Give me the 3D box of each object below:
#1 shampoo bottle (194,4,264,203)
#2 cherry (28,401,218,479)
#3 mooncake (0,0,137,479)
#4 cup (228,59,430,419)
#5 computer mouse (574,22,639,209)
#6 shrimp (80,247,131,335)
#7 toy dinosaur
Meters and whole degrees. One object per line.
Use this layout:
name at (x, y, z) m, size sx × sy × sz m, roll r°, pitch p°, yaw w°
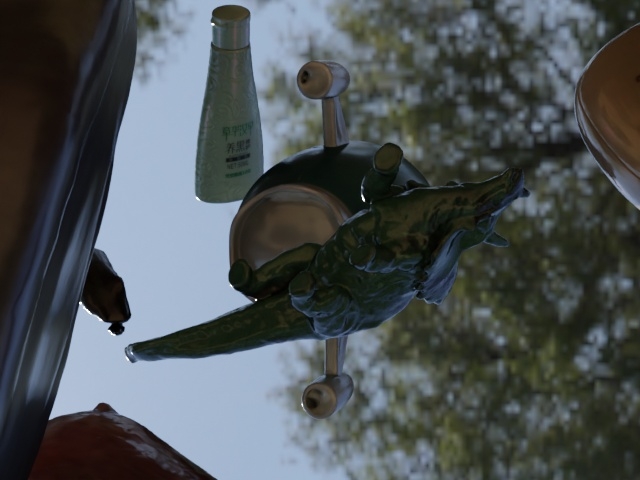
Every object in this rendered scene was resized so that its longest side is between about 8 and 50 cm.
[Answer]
shampoo bottle at (-0.083, -0.125, 1.675) m, size 0.069 × 0.191 × 0.041 m, roll -10°, pitch -145°, yaw -20°
cherry at (-0.112, 0.231, 0.865) m, size 0.221 × 0.261 × 0.307 m, roll 5°, pitch -102°, yaw 21°
mooncake at (-0.164, 0.010, 0.656) m, size 0.154 × 0.306 × 0.306 m, roll 18°, pitch -142°, yaw -5°
cup at (0.000, 0.000, 1.523) m, size 0.167 × 0.300 × 0.173 m, roll 1°, pitch -172°, yaw 19°
computer mouse at (0.255, -0.075, 1.017) m, size 0.236 × 0.082 × 0.145 m, roll -9°, pitch -132°, yaw -25°
shrimp at (-0.175, -0.026, 1.071) m, size 0.071 × 0.233 × 0.365 m, roll -42°, pitch -151°, yaw -6°
toy dinosaur at (0.000, 0.021, 1.184) m, size 0.292 × 0.120 × 0.079 m, roll -20°, pitch -123°, yaw 1°
